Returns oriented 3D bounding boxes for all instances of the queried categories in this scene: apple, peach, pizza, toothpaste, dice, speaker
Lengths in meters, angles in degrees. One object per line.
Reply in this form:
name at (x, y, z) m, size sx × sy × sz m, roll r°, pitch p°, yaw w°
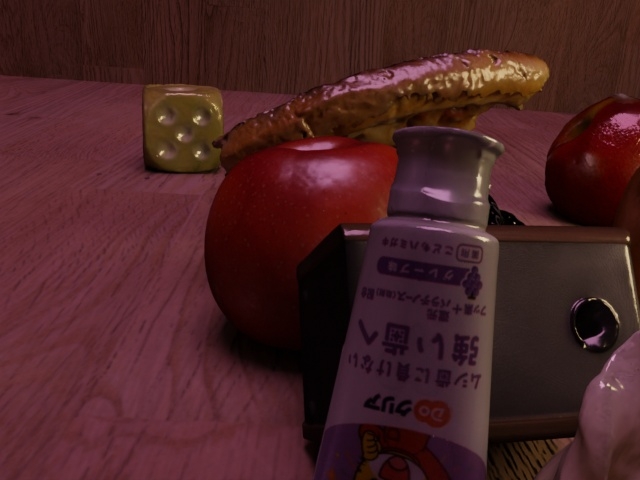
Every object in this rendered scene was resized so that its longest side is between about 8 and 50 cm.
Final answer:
apple at (0.000, 0.000, 0.733) m, size 0.260 × 0.216 × 0.260 m, roll -1°, pitch 17°, yaw 0°
peach at (0.606, -0.113, 1.281) m, size 0.338 × 0.281 × 0.281 m, roll 37°, pitch 15°, yaw -11°
pizza at (0.046, -0.130, 0.916) m, size 0.392 × 0.435 × 0.080 m, roll -1°, pitch 61°, yaw -43°
toothpaste at (0.051, 0.089, 0.381) m, size 0.114 × 0.299 × 0.073 m, roll 8°, pitch -4°, yaw 9°
dice at (-0.300, -0.246, 1.455) m, size 0.169 × 0.169 × 0.166 m, roll -1°, pitch 19°, yaw -13°
speaker at (0.109, 0.077, 0.530) m, size 0.231 × 0.153 × 0.192 m, roll 1°, pitch -14°, yaw -15°

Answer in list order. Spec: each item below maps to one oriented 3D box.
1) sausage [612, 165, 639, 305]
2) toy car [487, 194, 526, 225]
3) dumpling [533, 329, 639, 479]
sausage at (0.350, -0.026, 0.662) m, size 0.116 × 0.354 × 0.134 m, roll 13°, pitch 20°, yaw 27°
toy car at (0.197, -0.004, 0.864) m, size 0.118 × 0.193 × 0.301 m, roll -38°, pitch 15°, yaw 15°
dumpling at (0.248, 0.132, 0.355) m, size 0.318 × 0.243 × 0.187 m, roll 8°, pitch 24°, yaw -7°
